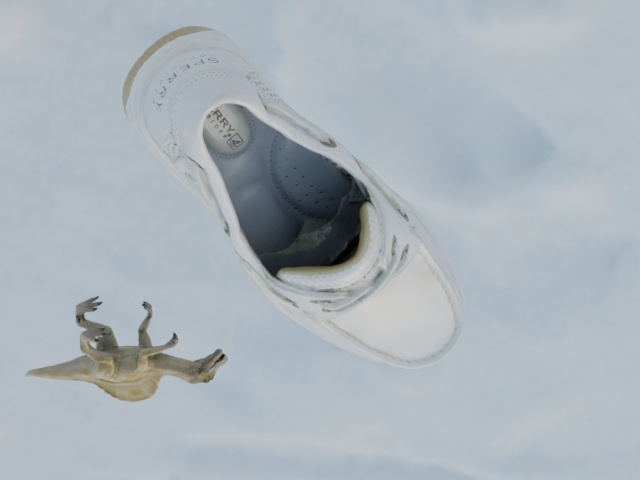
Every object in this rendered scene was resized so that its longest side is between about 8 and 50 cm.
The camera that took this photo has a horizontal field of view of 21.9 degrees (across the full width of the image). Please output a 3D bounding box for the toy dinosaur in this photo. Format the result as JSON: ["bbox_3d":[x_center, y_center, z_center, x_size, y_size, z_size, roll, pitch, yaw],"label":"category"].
[{"bbox_3d":[-0.172,0.097,1.332,0.183,0.053,0.092,-3,128,14],"label":"toy dinosaur"}]

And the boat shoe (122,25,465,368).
[{"bbox_3d":[0.000,0.000,0.915,0.277,0.098,0.096,42,-176,-36],"label":"boat shoe"}]
